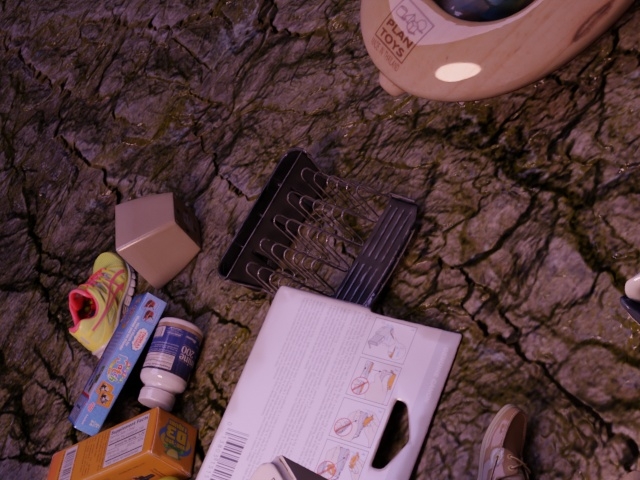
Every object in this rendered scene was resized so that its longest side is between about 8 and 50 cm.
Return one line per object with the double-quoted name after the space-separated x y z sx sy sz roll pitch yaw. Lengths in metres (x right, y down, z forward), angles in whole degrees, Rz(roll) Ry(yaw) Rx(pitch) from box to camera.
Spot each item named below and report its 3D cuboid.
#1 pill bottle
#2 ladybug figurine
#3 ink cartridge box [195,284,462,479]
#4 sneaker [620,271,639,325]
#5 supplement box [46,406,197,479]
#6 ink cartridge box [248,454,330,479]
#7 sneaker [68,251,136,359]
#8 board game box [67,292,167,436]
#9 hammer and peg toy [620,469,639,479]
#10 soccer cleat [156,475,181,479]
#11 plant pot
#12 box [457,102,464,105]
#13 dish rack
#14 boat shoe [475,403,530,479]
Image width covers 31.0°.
-0.211 0.173 1.607 0.067 0.067 0.120 -11 54 45 "pill bottle"
0.240 -0.335 1.365 0.449 0.162 0.305 -42 65 11 "ladybug figurine"
0.012 0.205 1.309 0.238 0.060 0.275 14 68 25 "ink cartridge box"
0.320 0.029 1.018 0.094 0.153 0.235 -32 41 27 "sneaker"
-0.272 0.304 1.563 0.233 0.078 0.080 -25 41 35 "supplement box"
0.010 0.338 1.022 0.197 0.273 0.114 -50 34 7 "ink cartridge box"
-0.351 0.087 1.825 0.081 0.094 0.208 -38 36 26 "sneaker"
-0.298 0.178 1.684 0.211 0.039 0.160 -63 12 -11 "board game box"
0.249 0.366 0.845 0.266 0.127 0.361 -47 35 8 "hammer and peg toy"
-0.280 0.371 1.399 0.289 0.121 0.093 -43 -11 -36 "soccer cleat"
-0.244 -0.010 1.775 0.096 0.109 0.109 -28 41 15 "plant pot"
0.205 -0.282 1.519 0.186 0.038 0.145 -50 35 9 "box"
0.000 0.000 1.496 0.271 0.074 0.208 21 80 54 "dish rack"
0.179 0.227 1.118 0.045 0.050 0.135 9 78 49 "boat shoe"
